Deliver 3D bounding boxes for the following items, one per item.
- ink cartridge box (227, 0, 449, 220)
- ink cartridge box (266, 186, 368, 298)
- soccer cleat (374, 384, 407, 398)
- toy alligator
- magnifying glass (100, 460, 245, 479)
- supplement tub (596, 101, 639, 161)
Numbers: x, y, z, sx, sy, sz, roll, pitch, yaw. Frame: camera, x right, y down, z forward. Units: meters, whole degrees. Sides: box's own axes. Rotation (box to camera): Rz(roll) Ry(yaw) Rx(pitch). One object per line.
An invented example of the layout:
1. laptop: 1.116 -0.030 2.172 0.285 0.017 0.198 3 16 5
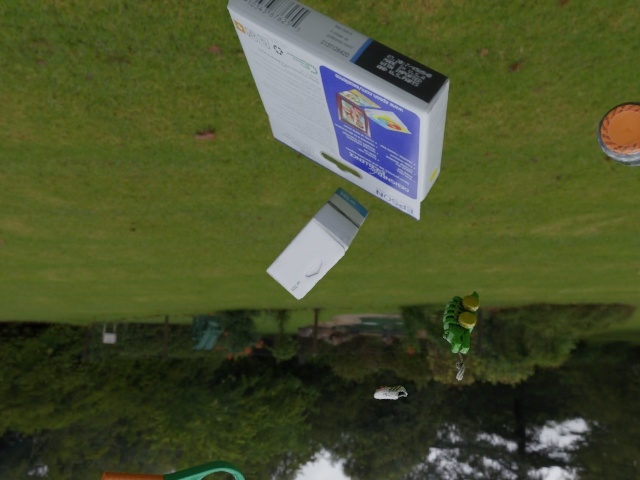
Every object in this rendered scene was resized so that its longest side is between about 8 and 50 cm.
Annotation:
1. ink cartridge box: 0.033 -0.184 0.805 0.303 0.072 0.307 32 168 18
2. ink cartridge box: 0.000 0.000 1.009 0.140 0.082 0.191 -47 -178 25
3. soccer cleat: 0.172 0.375 1.377 0.083 0.029 0.035 -3 -160 -21
4. toy alligator: 0.228 0.149 0.945 0.051 0.190 0.056 18 135 10
5. magnifying glass: -0.230 0.389 0.898 0.230 0.092 0.026 15 -164 -29
6. supplement tub: 0.628 -0.214 1.136 0.116 0.117 0.190 -5 180 33
